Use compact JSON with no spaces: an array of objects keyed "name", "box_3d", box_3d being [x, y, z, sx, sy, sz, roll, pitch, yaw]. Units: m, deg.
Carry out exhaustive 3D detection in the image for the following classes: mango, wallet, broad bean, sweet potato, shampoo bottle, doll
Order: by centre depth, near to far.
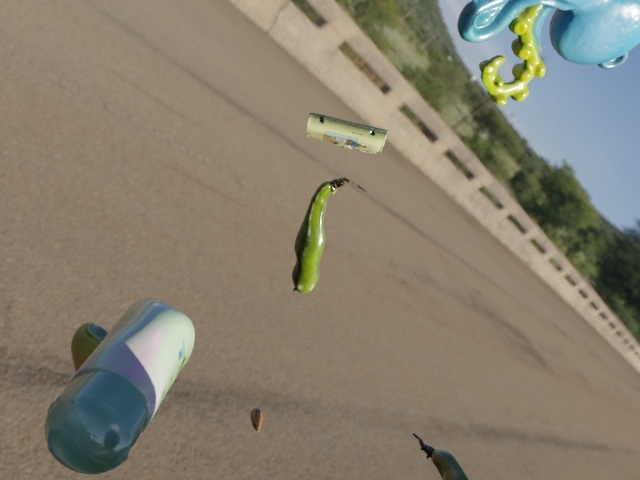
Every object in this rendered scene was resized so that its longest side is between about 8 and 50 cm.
[{"name":"doll","box_3d":[0.356,-0.354,1.139,0.341,0.346,0.099,49,20,-39]},{"name":"shampoo bottle","box_3d":[-0.341,0.251,1.386,0.151,0.222,0.349,33,26,-4]},{"name":"wallet","box_3d":[0.049,-0.208,1.611,0.155,0.039,0.110,14,-7,0]},{"name":"broad bean","box_3d":[0.285,0.523,1.686,0.325,0.075,0.067,-118,-166,-57]},{"name":"broad bean","box_3d":[-0.007,-0.007,1.720,0.056,0.318,0.098,-17,53,-44]},{"name":"mango","box_3d":[-0.523,0.303,1.969,0.251,0.156,0.114,36,17,23]},{"name":"sweet potato","box_3d":[-0.167,0.466,2.131,0.034,0.034,0.095,47,11,-25]}]
